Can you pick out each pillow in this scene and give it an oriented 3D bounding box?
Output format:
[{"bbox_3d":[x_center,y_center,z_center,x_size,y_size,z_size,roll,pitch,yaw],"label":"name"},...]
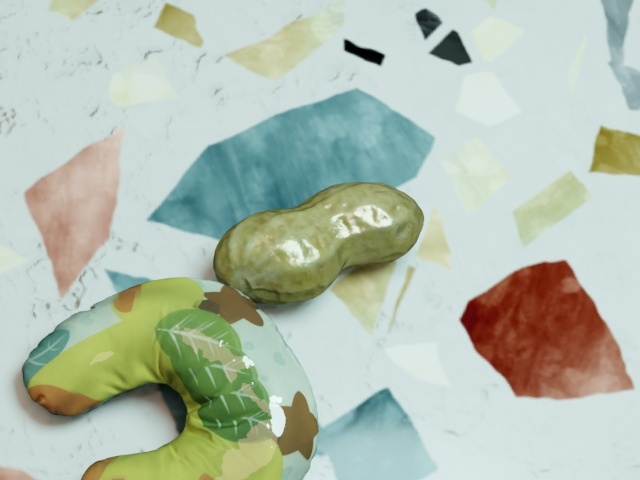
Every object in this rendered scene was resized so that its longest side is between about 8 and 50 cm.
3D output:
[{"bbox_3d":[-0.115,0.140,1.413,0.214,0.086,0.233,-22,70,-7],"label":"pillow"}]

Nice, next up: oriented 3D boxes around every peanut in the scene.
[{"bbox_3d":[0.001,0.002,1.495,0.193,0.089,0.089,-23,68,-18],"label":"peanut"}]
